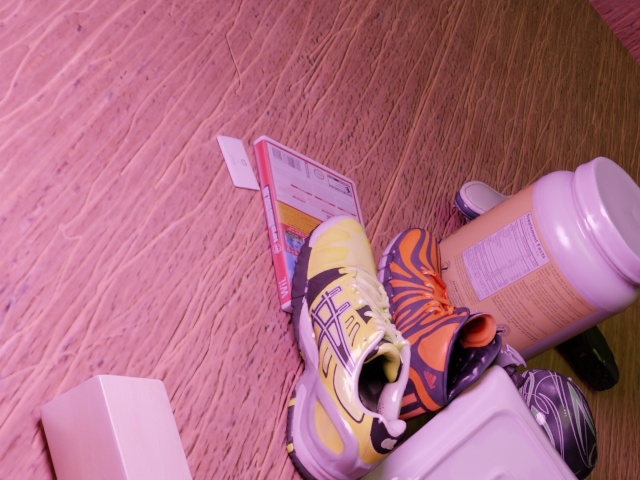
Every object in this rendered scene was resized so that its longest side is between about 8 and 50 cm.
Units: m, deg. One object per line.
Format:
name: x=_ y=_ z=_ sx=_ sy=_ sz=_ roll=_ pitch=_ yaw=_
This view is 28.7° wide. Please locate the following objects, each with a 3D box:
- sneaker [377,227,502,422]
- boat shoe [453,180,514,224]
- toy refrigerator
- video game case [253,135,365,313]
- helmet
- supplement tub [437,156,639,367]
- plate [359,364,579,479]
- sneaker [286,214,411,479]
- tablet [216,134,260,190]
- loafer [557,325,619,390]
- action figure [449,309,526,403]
sneaker: x=0.170 y=0.104 z=1.730 sx=0.125 sy=0.180 sz=0.321 roll=37 pitch=47 yaw=-34
boat shoe: x=0.300 y=-0.046 z=2.205 sx=0.254 sy=0.079 sz=0.095 roll=4 pitch=56 yaw=-56
toy refrigerator: x=-0.181 y=0.274 z=1.217 sx=0.102 sy=0.094 sz=0.269 roll=15 pitch=50 yaw=-57
video game case: x=0.000 y=0.000 z=1.791 sx=0.204 sy=0.025 sz=0.285 roll=24 pitch=43 yaw=-42
helmet: x=0.329 y=0.278 z=1.865 sx=0.161 sy=0.169 sz=0.169 roll=64 pitch=27 yaw=-21
supplement tub: x=0.346 y=0.039 z=1.942 sx=0.241 sy=0.331 sz=0.241 roll=36 pitch=36 yaw=-32
plate: x=0.224 y=0.346 z=1.626 sx=0.277 sy=0.045 sz=0.278 roll=-36 pitch=94 yaw=-26
sneaker: x=0.054 y=0.128 z=1.600 sx=0.145 sy=0.147 sz=0.384 roll=29 pitch=46 yaw=-37
tablet: x=-0.114 y=-0.109 z=1.749 sx=0.054 sy=0.006 sz=0.083 roll=7 pitch=56 yaw=-52
loafer: x=0.462 y=0.171 z=2.243 sx=0.223 sy=0.076 sz=0.078 roll=53 pitch=25 yaw=-15
action figure: x=0.220 y=0.231 z=1.767 sx=0.099 sy=0.185 sz=0.285 roll=7 pitch=64 yaw=-10
